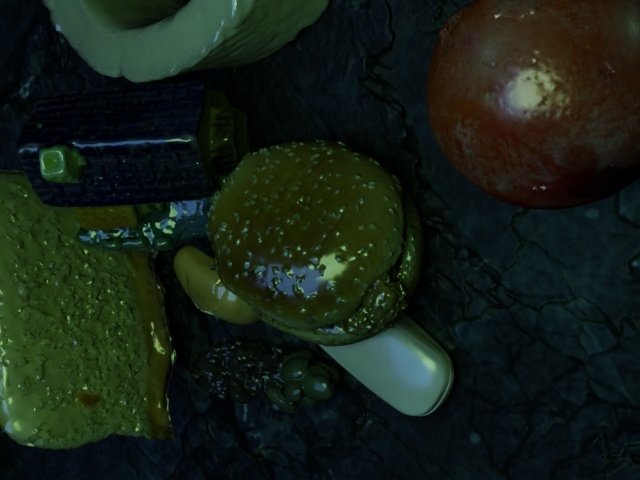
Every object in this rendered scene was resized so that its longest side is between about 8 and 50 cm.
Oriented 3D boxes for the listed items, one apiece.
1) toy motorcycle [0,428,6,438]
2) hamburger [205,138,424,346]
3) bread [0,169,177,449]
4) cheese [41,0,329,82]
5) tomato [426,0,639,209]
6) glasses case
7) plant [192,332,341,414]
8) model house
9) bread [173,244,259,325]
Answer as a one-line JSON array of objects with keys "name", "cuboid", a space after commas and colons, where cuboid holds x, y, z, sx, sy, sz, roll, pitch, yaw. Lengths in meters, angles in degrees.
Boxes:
[{"name": "toy motorcycle", "cuboid": [-0.474, 0.195, 1.709, 0.205, 0.127, 0.275, -38, 71, 36]}, {"name": "hamburger", "cuboid": [0.000, 0.000, 1.257, 0.215, 0.122, 0.189, 24, 85, 29]}, {"name": "bread", "cuboid": [-0.333, 0.084, 1.486, 0.279, 0.248, 0.315, -13, 81, 44]}, {"name": "cheese", "cuboid": [-0.145, -0.330, 1.295, 0.292, 0.153, 0.332, -25, 87, 39]}, {"name": "tomato", "cuboid": [0.190, -0.118, 1.052, 0.208, 0.208, 0.184, -15, 96, 39]}, {"name": "glasses case", "cuboid": [0.048, 0.094, 1.314, 0.204, 0.051, 0.081, 41, 115, 25]}, {"name": "plant", "cuboid": [-0.051, 0.145, 1.395, 0.174, 0.085, 0.087, 5, 129, 32]}, {"name": "model house", "cuboid": [-0.179, -0.071, 1.311, 0.194, 0.211, 0.170, -2, 92, 9]}, {"name": "bread", "cuboid": [-0.109, 0.054, 1.406, 0.115, 0.082, 0.056, 29, 84, 25]}]
